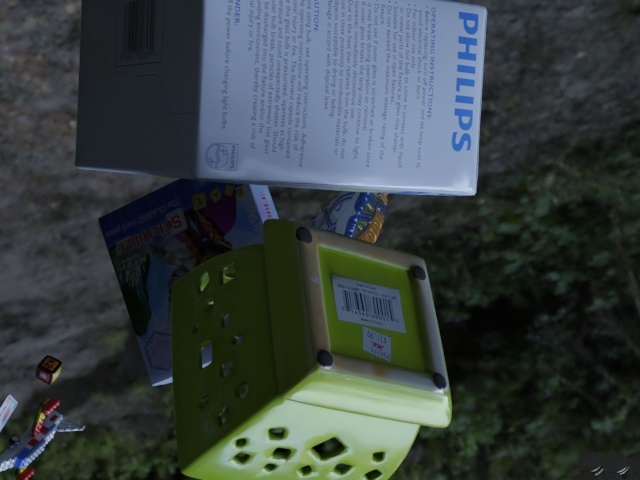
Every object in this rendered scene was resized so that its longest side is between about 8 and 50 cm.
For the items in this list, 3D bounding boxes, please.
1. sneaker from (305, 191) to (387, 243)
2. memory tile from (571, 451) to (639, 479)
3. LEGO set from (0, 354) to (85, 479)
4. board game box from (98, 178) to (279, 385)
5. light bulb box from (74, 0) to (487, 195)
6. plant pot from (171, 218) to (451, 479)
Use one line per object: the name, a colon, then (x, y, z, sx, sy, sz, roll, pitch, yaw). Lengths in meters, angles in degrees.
sneaker: (0.000, 0.000, 1.773, 0.131, 0.296, 0.112, 17, 163, 25)
memory tile: (0.393, 0.345, 1.639, 0.113, 0.012, 0.148, -5, -144, 28)
LEGO set: (-0.340, 0.249, 1.322, 0.244, 0.060, 0.182, -61, 174, -18)
board game box: (-0.201, 0.050, 2.070, 0.319, 0.318, 0.066, -24, 171, 26)
light bulb box: (-0.056, -0.176, 1.417, 0.361, 0.225, 0.358, 1, -175, -32)
plant pot: (-0.004, 0.114, 1.215, 0.228, 0.227, 0.207, 15, 141, -31)
